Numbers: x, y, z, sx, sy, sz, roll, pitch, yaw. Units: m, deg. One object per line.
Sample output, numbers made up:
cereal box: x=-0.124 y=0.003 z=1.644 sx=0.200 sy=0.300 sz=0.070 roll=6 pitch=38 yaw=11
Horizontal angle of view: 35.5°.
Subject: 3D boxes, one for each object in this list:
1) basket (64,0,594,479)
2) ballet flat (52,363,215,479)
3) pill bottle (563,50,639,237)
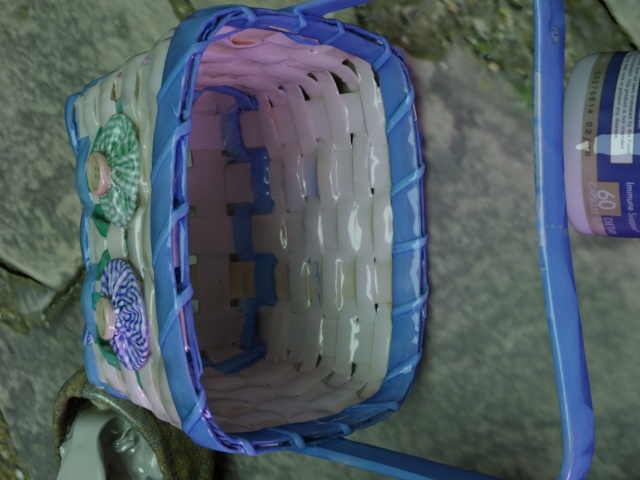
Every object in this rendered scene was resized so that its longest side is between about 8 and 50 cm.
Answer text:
basket: x=0.000 y=0.000 z=0.526 sx=0.289 sy=0.201 sz=0.254 roll=-4 pitch=91 yaw=37
ballet flat: x=-0.122 y=0.240 z=0.656 sx=0.123 sy=0.123 sz=0.348 roll=-2 pitch=93 yaw=28
pill bottle: x=0.208 y=-0.045 z=0.475 sx=0.169 sy=0.094 sz=0.094 roll=3 pitch=95 yaw=28
